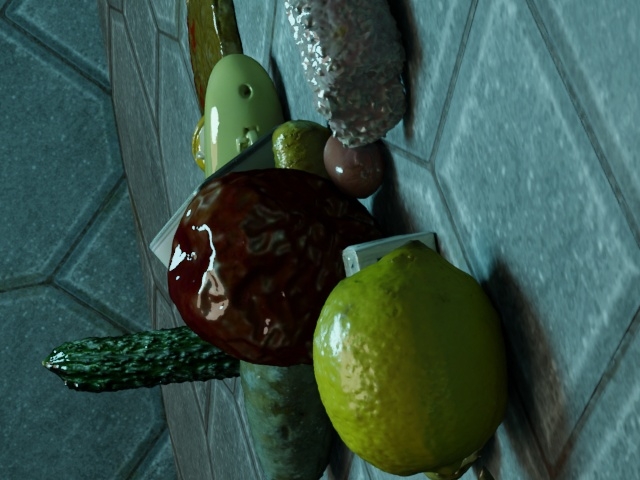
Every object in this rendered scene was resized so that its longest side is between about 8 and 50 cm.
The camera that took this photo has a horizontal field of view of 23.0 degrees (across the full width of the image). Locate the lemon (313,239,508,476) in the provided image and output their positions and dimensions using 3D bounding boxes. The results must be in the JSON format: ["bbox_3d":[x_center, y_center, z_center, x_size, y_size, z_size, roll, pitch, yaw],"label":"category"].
[{"bbox_3d":[0.080,0.109,1.390,0.193,0.180,0.180,63,174,-26],"label":"lemon"}]

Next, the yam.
[{"bbox_3d":[-0.036,0.219,2.090,0.330,0.133,0.133,87,165,-45],"label":"yam"}]

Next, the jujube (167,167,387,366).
[{"bbox_3d":[-0.036,0.033,1.663,0.213,0.232,0.213,-19,67,55],"label":"jujube"}]

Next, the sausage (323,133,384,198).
[{"bbox_3d":[0.035,-0.083,1.654,0.094,0.059,0.054,-118,40,-60],"label":"sausage"}]

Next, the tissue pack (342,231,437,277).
[{"bbox_3d":[0.068,0.018,1.544,0.062,0.083,0.042,-178,76,-77],"label":"tissue pack"}]

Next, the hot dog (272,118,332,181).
[{"bbox_3d":[-0.001,0.000,1.851,0.068,0.083,0.289,8,110,56],"label":"hot dog"}]

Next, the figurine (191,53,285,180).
[{"bbox_3d":[-0.108,-0.101,2.127,0.222,0.124,0.325,-118,23,-61],"label":"figurine"}]

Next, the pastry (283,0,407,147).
[{"bbox_3d":[0.015,-0.225,1.522,0.112,0.102,0.265,17,-125,-85],"label":"pastry"}]

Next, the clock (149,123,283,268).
[{"bbox_3d":[-0.105,-0.043,1.905,0.071,0.192,0.147,46,134,2],"label":"clock"}]

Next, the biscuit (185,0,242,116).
[{"bbox_3d":[-0.159,-0.258,2.356,0.257,0.049,0.273,-147,46,-72],"label":"biscuit"}]

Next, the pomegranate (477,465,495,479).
[{"bbox_3d":[0.159,0.275,1.309,0.169,0.148,0.149,-51,-39,-58],"label":"pomegranate"}]

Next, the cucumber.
[{"bbox_3d":[-0.232,0.175,2.345,0.096,0.359,0.096,172,90,-75],"label":"cucumber"}]

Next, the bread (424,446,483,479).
[{"bbox_3d":[0.124,0.197,1.515,0.110,0.060,0.066,112,159,-66],"label":"bread"}]
